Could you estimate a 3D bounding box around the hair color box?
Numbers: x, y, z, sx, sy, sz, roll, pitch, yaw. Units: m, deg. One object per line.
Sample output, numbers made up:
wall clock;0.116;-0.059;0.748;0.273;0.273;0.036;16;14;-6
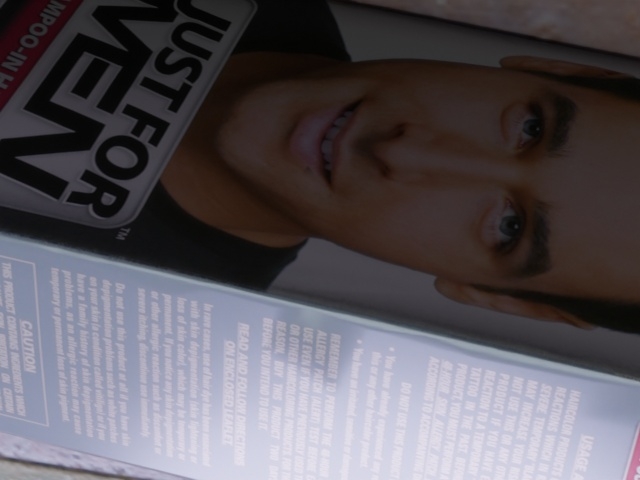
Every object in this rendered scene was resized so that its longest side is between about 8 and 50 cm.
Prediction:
hair color box;0.000;0.000;0.617;0.374;0.185;0.114;13;132;9
